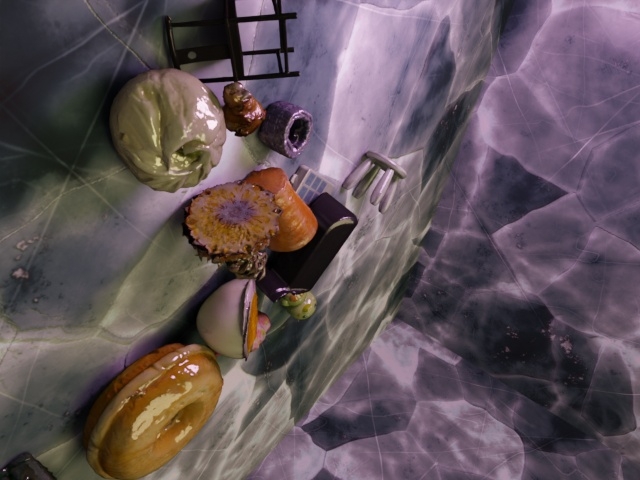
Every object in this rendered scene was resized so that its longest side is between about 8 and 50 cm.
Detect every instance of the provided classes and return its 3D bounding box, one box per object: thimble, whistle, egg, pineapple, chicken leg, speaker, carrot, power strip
[{"bbox_3d":[-0.097,-0.316,1.295,0.150,0.097,0.150,-45,151,-33],"label":"thimble"},{"bbox_3d":[-0.093,0.237,1.878,0.141,0.141,0.294,-52,153,-19],"label":"whistle"},{"bbox_3d":[-0.294,0.239,1.458,0.286,0.173,0.265,-82,178,-78],"label":"egg"},{"bbox_3d":[-0.227,0.015,1.242,0.262,0.262,0.272,-47,159,-27],"label":"pineapple"},{"bbox_3d":[-0.186,-0.308,1.046,0.107,0.087,0.251,-39,-177,-3],"label":"chicken leg"},{"bbox_3d":[-0.058,0.026,1.607,0.388,0.180,0.184,-56,156,16],"label":"speaker"},{"bbox_3d":[-0.132,-0.106,1.397,0.196,0.195,0.254,-50,144,-22],"label":"carrot"},{"bbox_3d":[-0.031,-0.184,1.636,0.118,0.046,0.270,-62,157,4],"label":"power strip"}]

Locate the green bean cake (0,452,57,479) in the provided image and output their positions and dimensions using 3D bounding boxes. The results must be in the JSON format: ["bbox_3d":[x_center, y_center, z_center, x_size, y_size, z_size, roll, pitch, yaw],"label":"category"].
[{"bbox_3d":[-0.755,0.680,1.097,0.255,0.132,0.241,-40,153,-38],"label":"green bean cake"}]

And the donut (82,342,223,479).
[{"bbox_3d":[-0.477,0.499,1.344,0.449,0.198,0.449,-43,150,-32],"label":"donut"}]

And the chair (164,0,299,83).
[{"bbox_3d":[-0.182,-0.429,0.973,0.259,0.142,0.155,-6,138,-5],"label":"chair"}]

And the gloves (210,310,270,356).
[{"bbox_3d":[-0.288,0.354,1.653,0.241,0.126,0.145,-44,157,-48],"label":"gloves"}]

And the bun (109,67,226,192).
[{"bbox_3d":[-0.292,-0.215,0.939,0.259,0.160,0.259,-42,155,-25],"label":"bun"}]

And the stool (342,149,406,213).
[{"bbox_3d":[0.233,-0.246,1.901,0.199,0.195,0.195,-59,156,1],"label":"stool"}]
